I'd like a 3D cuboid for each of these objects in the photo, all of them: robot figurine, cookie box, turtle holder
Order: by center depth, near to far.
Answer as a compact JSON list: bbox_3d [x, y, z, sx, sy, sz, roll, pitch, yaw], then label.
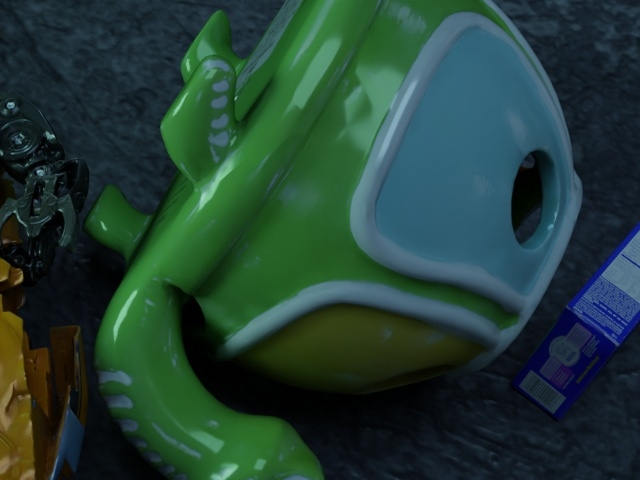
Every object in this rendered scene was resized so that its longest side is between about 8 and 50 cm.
[{"bbox_3d":[-0.216,0.047,0.757,0.211,0.085,0.291,-12,55,0],"label":"robot figurine"},{"bbox_3d":[0.011,-0.015,0.791,0.227,0.243,0.320,33,40,-11],"label":"turtle holder"},{"bbox_3d":[0.173,0.045,0.881,0.040,0.092,0.107,39,52,12],"label":"cookie box"}]
